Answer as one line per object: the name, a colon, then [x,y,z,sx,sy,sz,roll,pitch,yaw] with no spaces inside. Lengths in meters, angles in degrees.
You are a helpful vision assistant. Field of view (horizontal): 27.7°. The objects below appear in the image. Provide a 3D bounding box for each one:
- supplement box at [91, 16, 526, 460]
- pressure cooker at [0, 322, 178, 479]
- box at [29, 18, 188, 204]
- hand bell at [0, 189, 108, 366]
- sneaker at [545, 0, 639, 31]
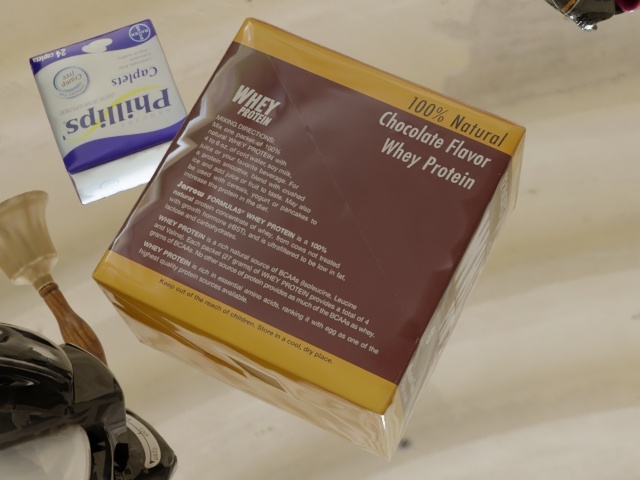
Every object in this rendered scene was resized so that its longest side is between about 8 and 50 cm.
supplement box: [0.000,0.000,0.813,0.194,0.191,0.129,-62,-14,-17]
pressure cooker: [-0.286,0.248,0.805,0.370,0.375,0.420,-67,-19,-60]
box: [-0.195,-0.124,1.246,0.126,0.137,0.072,-20,-22,-8]
hand bell: [-0.335,0.071,1.627,0.126,0.242,0.126,-33,-9,-6]
sneaker: [0.213,-0.202,0.951,0.178,0.077,0.072,-41,-4,-35]
